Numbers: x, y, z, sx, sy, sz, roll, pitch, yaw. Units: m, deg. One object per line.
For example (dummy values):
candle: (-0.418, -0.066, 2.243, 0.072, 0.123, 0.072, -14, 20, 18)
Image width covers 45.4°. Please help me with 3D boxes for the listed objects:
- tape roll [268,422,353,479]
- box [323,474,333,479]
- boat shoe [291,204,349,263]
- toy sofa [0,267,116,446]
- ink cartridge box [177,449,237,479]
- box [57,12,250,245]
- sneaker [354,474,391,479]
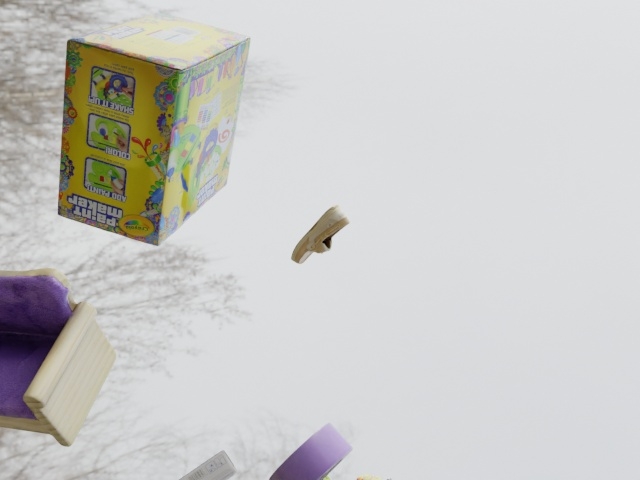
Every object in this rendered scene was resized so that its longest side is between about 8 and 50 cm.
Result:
tape roll: (-0.021, 0.503, 1.720, 0.080, 0.189, 0.189, 46, -47, 16)
box: (-0.017, 0.605, 1.818, 0.207, 0.114, 0.036, -156, -129, -71)
boat shoe: (0.000, 0.000, 1.647, 0.059, 0.063, 0.170, 46, -58, 11)
toy sofa: (-0.470, 0.139, 0.986, 0.363, 0.150, 0.177, 3, -44, 17)
ink cartridge box: (-0.236, 0.422, 1.258, 0.046, 0.207, 0.097, 56, -16, 11)
box: (-0.258, -0.188, 1.222, 0.177, 0.290, 0.279, 17, -64, 8)
sneaker: (0.117, 0.599, 1.824, 0.208, 0.094, 0.081, 69, 32, -73)
